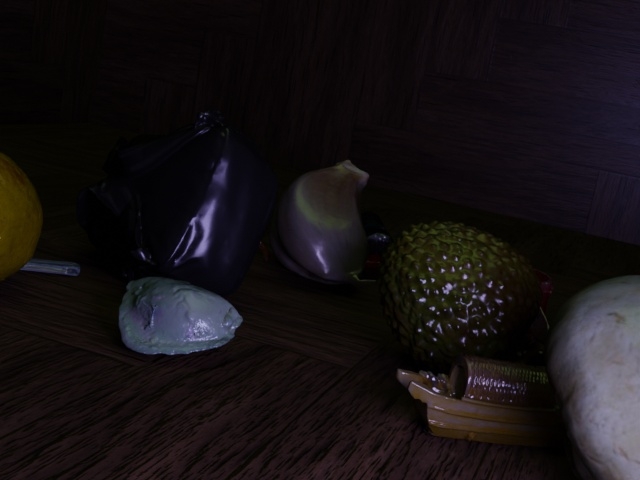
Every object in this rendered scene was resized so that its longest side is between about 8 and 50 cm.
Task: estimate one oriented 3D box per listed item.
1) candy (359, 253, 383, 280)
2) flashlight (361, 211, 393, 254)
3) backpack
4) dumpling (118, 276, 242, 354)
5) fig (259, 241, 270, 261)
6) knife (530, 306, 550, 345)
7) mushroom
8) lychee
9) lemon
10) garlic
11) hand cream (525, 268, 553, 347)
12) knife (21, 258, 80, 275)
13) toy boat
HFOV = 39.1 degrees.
[{"bbox_3d":[0.149,0.064,2.123,0.292,0.059,0.086,3,15,-30],"label":"candy"},{"bbox_3d":[0.136,-0.008,2.407,0.103,0.103,0.424,10,9,-3],"label":"flashlight"},{"bbox_3d":[-0.307,-0.073,1.770,0.446,0.363,0.255,5,-20,48],"label":"backpack"},{"bbox_3d":[-0.235,0.115,1.406,0.217,0.105,0.149,20,8,24],"label":"dumpling"},{"bbox_3d":[-0.202,-0.013,2.044,0.201,0.133,0.146,18,20,-4],"label":"fig"},{"bbox_3d":[0.402,0.174,1.614,0.018,0.035,0.247,31,32,-38],"label":"knife"},{"bbox_3d":[0.427,0.203,1.105,0.352,0.260,0.352,19,47,-22],"label":"mushroom"},{"bbox_3d":[0.242,0.106,1.514,0.320,0.270,0.270,51,-9,-28],"label":"lychee"},{"bbox_3d":[-0.593,-0.041,1.518,0.267,0.267,0.267,10,11,-2],"label":"lemon"},{"bbox_3d":[0.000,0.000,2.030,0.246,0.231,0.340,3,53,-28],"label":"garlic"},{"bbox_3d":[0.342,0.119,1.808,0.230,0.149,0.230,9,9,-1],"label":"hand cream"},{"bbox_3d":[-0.532,0.048,1.688,0.162,0.023,0.044,7,16,-19],"label":"knife"},{"bbox_3d":[0.259,0.226,1.287,0.310,0.115,0.089,9,12,-11],"label":"toy boat"}]
